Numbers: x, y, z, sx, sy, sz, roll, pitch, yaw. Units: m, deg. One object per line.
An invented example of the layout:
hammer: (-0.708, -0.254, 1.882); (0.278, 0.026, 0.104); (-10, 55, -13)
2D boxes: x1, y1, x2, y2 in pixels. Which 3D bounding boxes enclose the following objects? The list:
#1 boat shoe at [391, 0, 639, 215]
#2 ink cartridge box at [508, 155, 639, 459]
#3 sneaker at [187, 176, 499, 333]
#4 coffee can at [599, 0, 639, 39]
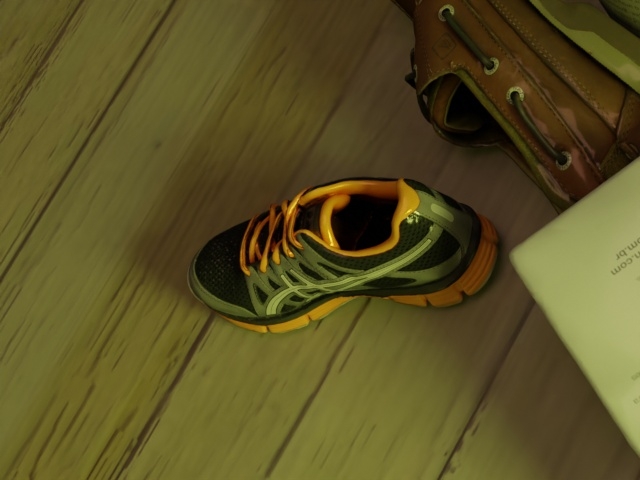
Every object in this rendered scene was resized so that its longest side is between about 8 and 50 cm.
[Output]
boat shoe: (0.096, -0.114, 0.878); (0.104, 0.111, 0.307); (-46, 46, 1)
ink cartridge box: (0.299, 0.038, 0.657); (0.324, 0.071, 0.330); (-37, 56, 11)
sneaker: (0.000, 0.000, 0.895); (0.215, 0.083, 0.084); (-11, 58, 32)
coffee can: (0.201, -0.222, 0.757); (0.202, 0.275, 0.201); (-18, 53, 26)
